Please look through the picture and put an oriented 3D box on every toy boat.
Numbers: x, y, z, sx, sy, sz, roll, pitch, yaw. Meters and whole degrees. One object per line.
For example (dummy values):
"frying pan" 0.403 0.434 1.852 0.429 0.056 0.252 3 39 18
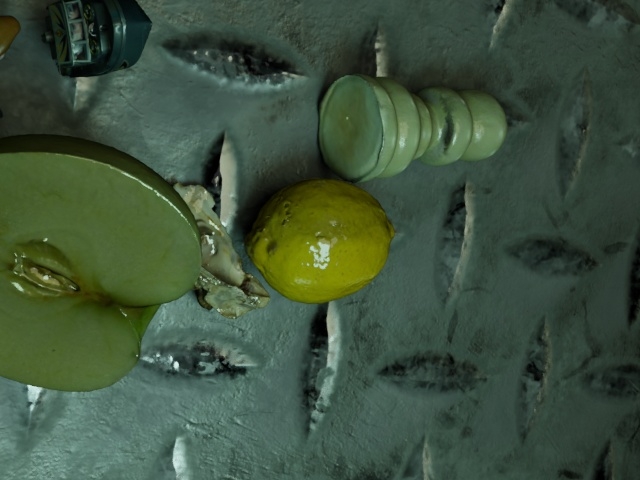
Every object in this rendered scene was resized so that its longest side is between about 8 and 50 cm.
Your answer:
"toy boat" -0.303 -0.276 1.239 0.122 0.296 0.114 -13 103 -24

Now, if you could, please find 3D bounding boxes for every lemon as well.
"lemon" 0.000 0.000 1.499 0.260 0.204 0.204 -6 100 -28

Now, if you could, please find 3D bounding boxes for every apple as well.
"apple" -0.363 0.022 1.246 0.360 0.311 0.320 28 71 -23

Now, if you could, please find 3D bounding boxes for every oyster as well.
"oyster" -0.181 0.029 1.456 0.233 0.107 0.161 51 34 -20

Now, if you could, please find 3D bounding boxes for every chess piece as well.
"chess piece" 0.177 -0.194 1.600 0.330 0.182 0.182 -6 100 -35

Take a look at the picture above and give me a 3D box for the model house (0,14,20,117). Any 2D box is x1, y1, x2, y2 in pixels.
"model house" -0.510 -0.214 1.192 0.301 0.190 0.271 -38 111 -21
